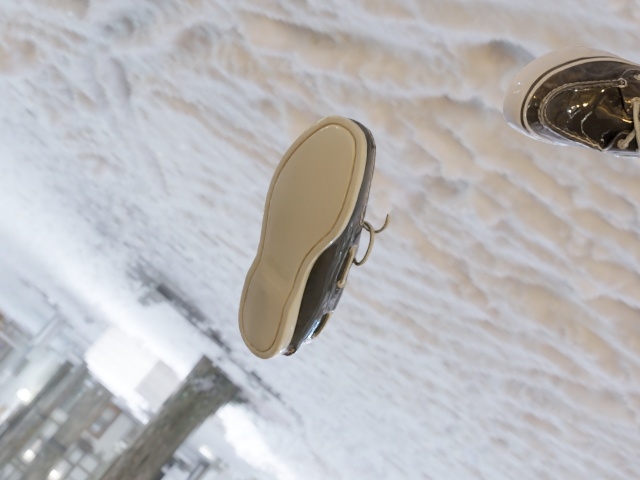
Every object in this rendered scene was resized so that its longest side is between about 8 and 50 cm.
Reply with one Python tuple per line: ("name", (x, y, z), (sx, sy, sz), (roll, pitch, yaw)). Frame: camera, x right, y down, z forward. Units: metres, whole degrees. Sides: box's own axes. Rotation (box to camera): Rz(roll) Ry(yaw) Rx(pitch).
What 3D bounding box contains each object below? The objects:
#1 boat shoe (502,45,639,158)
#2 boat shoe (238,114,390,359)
("boat shoe", (0.339, -0.135, 1.196), (0.301, 0.108, 0.102), (4, -154, -29))
("boat shoe", (0.000, 0.000, 1.013), (0.095, 0.079, 0.254), (37, 122, 36))
